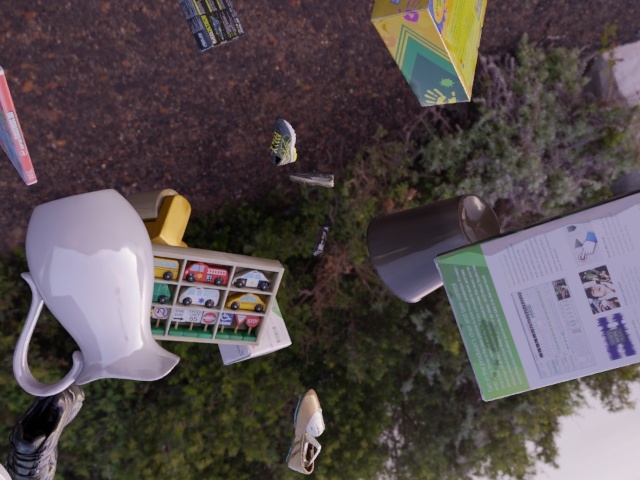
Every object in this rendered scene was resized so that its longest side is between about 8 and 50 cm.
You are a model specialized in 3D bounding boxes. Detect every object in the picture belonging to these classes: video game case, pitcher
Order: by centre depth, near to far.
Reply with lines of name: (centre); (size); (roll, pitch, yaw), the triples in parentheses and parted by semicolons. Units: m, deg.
pitcher: (-0.265, 0.060, 0.611); (0.177, 0.207, 0.125); (-14, -174, -5)
video game case: (-0.660, -0.278, 1.136); (0.025, 0.204, 0.285); (-28, 152, -30)

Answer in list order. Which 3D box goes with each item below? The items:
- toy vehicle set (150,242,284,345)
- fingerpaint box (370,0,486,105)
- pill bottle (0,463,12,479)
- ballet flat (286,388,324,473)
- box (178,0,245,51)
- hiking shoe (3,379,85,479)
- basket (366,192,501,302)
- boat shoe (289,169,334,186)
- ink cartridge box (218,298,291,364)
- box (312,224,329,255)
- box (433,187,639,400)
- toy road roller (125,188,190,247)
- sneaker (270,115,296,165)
toy vehicle set: (-0.213, 0.098, 0.975); (0.266, 0.035, 0.166); (9, 111, -26)
fingerpaint box: (0.318, -0.666, 1.540); (0.163, 0.445, 0.371); (2, 158, 32)
pill bottle: (-0.432, 0.273, 0.530); (0.271, 0.153, 0.152); (-13, 158, 30)
ballet flat: (-0.025, 0.458, 1.328); (0.080, 0.073, 0.233); (-27, 134, -52)
box: (-0.270, -0.565, 1.339); (0.045, 0.184, 0.191); (-12, 113, 28)
hiking shoe: (-0.475, 0.336, 0.904); (0.086, 0.227, 0.114); (17, 167, 5)
basket: (0.234, 0.006, 1.128); (0.154, 0.205, 0.226); (-33, -175, -42)
boat shoe: (-0.029, -0.211, 1.865); (0.152, 0.049, 0.056); (10, 172, -10)
ink cartridge box: (-0.187, 0.234, 1.499); (0.093, 0.155, 0.212); (-24, 168, 22)
box: (0.000, 0.000, 1.701); (0.018, 0.083, 0.067); (19, 163, -9)
box: (0.359, 0.082, 0.826); (0.321, 0.233, 0.058); (-19, 178, 13)
toy road roller: (-0.461, 0.041, 1.577); (0.202, 0.330, 0.240); (-3, 151, 27)
sneaker: (-0.056, -0.138, 0.797); (0.035, 0.031, 0.083); (-34, 142, -20)
